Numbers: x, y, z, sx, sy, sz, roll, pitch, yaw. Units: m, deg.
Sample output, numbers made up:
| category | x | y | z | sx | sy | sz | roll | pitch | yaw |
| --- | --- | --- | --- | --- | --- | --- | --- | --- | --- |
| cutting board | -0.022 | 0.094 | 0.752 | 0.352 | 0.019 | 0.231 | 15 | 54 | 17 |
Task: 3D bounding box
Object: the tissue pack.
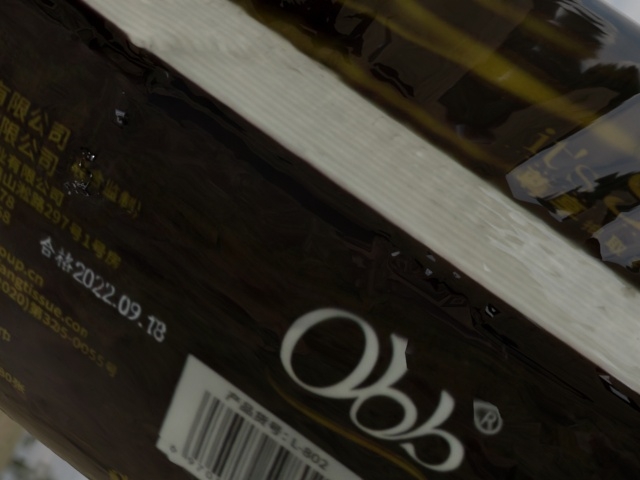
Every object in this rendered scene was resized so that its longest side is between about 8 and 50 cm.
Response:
| category | x | y | z | sx | sy | sz | roll | pitch | yaw |
| --- | --- | --- | --- | --- | --- | --- | --- | --- | --- |
| tissue pack | 0.000 | 0.000 | 0.587 | 0.198 | 0.370 | 0.210 | -37 | 160 | -49 |
